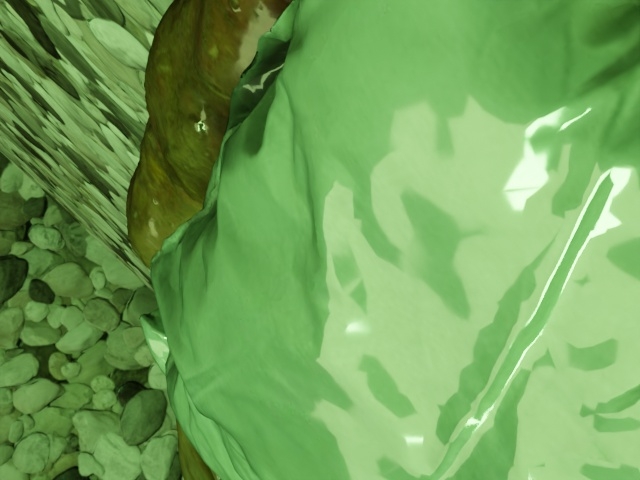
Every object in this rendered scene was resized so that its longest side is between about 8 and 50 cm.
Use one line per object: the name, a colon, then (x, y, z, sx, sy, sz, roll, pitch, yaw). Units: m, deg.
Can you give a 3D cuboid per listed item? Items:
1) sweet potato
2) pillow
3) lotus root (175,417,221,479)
sweet potato: (-0.011, -0.071, 0.521, 0.354, 0.106, 0.095, 112, 156, -63)
pillow: (0.093, 0.034, 0.398, 0.310, 0.138, 0.283, 34, 143, 11)
lotus root: (0.067, 0.087, 0.647, 0.316, 0.250, 0.316, 49, 165, 18)
